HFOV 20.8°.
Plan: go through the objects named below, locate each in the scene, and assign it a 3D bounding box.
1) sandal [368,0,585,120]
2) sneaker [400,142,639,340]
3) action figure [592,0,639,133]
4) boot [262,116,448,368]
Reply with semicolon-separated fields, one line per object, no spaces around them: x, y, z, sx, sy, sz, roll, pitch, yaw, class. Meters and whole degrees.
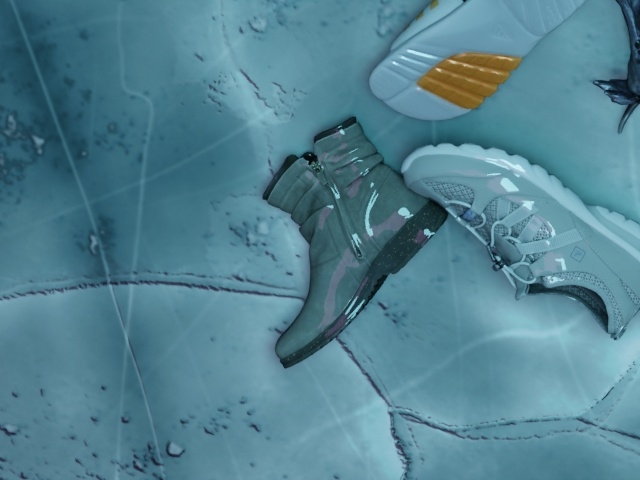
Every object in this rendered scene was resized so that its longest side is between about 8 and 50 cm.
0.159;-0.209;1.650;0.102;0.076;0.265;35;129;-26;sandal
0.200;-0.003;1.684;0.281;0.105;0.115;26;77;2;sneaker
0.352;-0.198;1.577;0.164;0.141;0.275;9;155;-17;action figure
0.000;0.000;1.780;0.161;0.083;0.246;43;109;2;boot
